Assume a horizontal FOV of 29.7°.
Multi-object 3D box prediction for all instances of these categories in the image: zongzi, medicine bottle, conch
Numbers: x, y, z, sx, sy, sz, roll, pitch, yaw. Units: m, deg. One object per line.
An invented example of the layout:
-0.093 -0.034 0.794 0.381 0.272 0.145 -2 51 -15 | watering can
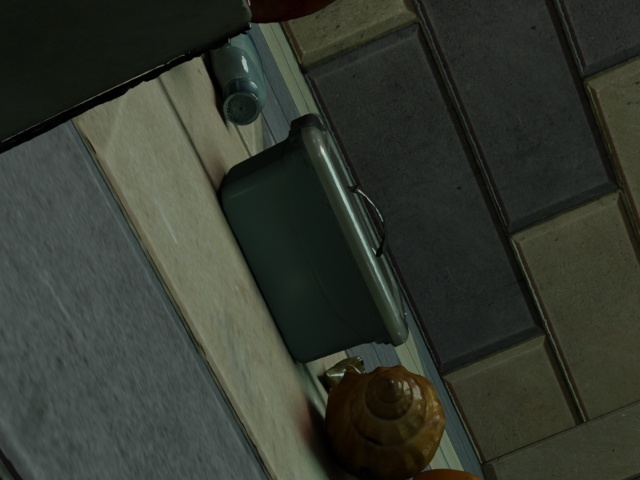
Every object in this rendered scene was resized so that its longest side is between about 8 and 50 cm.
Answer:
0.029 0.165 1.266 0.083 0.040 0.076 -18 92 -73 | zongzi
-0.097 -0.196 1.422 0.208 0.054 0.090 -100 168 -60 | medicine bottle
0.051 0.191 1.118 0.330 0.109 0.093 96 10 -59 | conch

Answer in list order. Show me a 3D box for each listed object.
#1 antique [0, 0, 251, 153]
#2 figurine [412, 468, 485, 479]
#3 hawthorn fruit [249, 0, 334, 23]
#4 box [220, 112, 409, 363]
-0.125 -0.133 0.436 0.148 0.147 0.152 67 6 26 | antique
0.094 0.285 1.007 0.271 0.143 0.143 -32 100 -59 | figurine
-0.078 -0.363 1.189 0.284 0.285 0.369 65 -8 -21 | hawthorn fruit
0.000 0.000 1.161 0.162 0.130 0.227 -89 154 -76 | box
